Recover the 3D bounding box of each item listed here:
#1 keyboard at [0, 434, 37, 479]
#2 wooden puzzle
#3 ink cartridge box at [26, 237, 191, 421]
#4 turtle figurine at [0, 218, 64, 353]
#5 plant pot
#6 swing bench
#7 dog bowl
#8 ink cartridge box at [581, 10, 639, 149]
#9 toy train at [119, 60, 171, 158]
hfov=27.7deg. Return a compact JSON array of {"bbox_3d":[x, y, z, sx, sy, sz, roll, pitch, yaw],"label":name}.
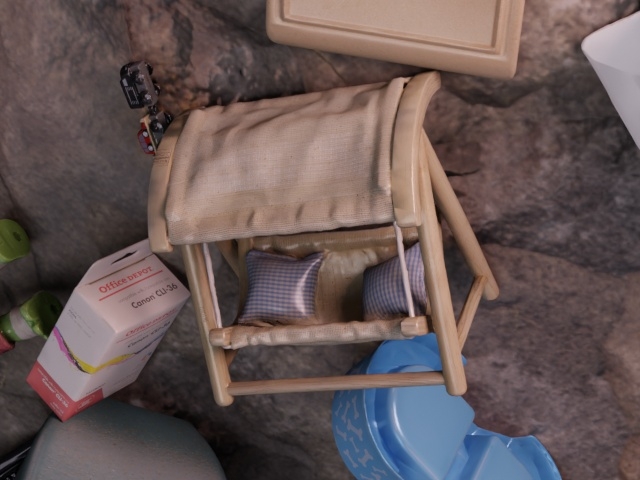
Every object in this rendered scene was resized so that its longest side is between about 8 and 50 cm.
[{"bbox_3d":[-0.378,0.319,1.557,0.192,0.038,0.100,-35,112,1],"label":"keyboard"},{"bbox_3d":[0.064,-0.250,1.062,0.221,0.044,0.239,11,131,12],"label":"wooden puzzle"},{"bbox_3d":[-0.212,0.088,1.338,0.067,0.115,0.198,45,130,13],"label":"ink cartridge box"},{"bbox_3d":[-0.426,0.097,1.359,0.266,0.198,0.274,-29,143,18],"label":"turtle figurine"},{"bbox_3d":[-0.236,0.312,1.408,0.248,0.252,0.247,19,131,-17],"label":"plant pot"},{"bbox_3d":[0.000,0.000,1.177,0.253,0.165,0.255,-6,120,24],"label":"swing bench"},{"bbox_3d":[0.126,0.223,1.294,0.297,0.166,0.074,48,137,-16],"label":"dog bowl"},{"bbox_3d":[0.387,-0.123,0.976,0.353,0.119,0.207,-23,113,31],"label":"ink cartridge box"},{"bbox_3d":[-0.159,-0.100,1.252,0.036,0.027,0.158,-3,122,26],"label":"toy train"}]
